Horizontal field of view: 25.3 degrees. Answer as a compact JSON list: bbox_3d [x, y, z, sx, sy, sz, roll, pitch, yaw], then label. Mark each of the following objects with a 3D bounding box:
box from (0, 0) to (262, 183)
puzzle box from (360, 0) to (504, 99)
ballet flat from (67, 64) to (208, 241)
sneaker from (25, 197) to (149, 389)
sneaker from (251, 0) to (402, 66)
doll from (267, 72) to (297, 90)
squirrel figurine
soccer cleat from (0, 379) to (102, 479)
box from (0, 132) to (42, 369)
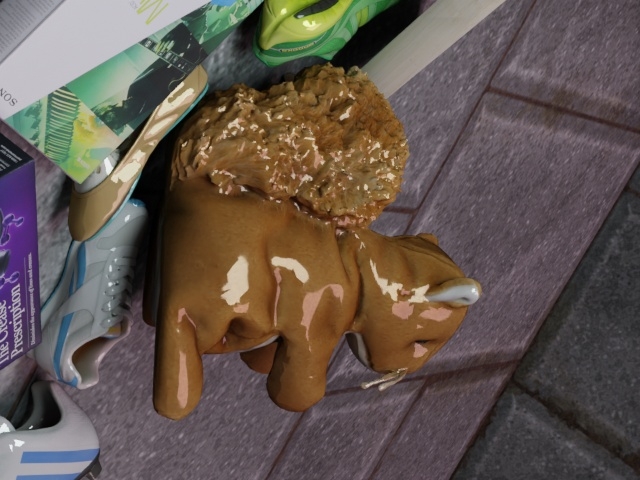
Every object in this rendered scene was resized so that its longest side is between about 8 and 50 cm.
[{"bbox_3d":[-0.183,-0.219,1.377,0.322,0.058,0.232,-44,155,-1],"label":"box"},{"bbox_3d":[0.169,-0.280,1.721,0.272,0.052,0.409,-43,-176,-36],"label":"puzzle box"},{"bbox_3d":[-0.213,-0.108,1.518,0.073,0.080,0.232,40,82,-38],"label":"ballet flat"},{"bbox_3d":[-0.246,0.059,1.620,0.087,0.092,0.229,4,116,-60],"label":"sneaker"},{"bbox_3d":[0.017,-0.287,1.675,0.295,0.109,0.123,-32,170,-44],"label":"sneaker"},{"bbox_3d":[-0.062,-0.112,1.789,0.129,0.046,0.189,-37,150,-49],"label":"doll"},{"bbox_3d":[0.000,0.000,1.632,0.281,0.370,0.397,-126,-138,-73],"label":"squirrel figurine"},{"bbox_3d":[-0.386,0.285,1.611,0.331,0.116,0.143,-45,119,-44],"label":"soccer cleat"},{"bbox_3d":[-0.368,0.034,1.362,0.184,0.103,0.261,-34,148,-34],"label":"box"}]
